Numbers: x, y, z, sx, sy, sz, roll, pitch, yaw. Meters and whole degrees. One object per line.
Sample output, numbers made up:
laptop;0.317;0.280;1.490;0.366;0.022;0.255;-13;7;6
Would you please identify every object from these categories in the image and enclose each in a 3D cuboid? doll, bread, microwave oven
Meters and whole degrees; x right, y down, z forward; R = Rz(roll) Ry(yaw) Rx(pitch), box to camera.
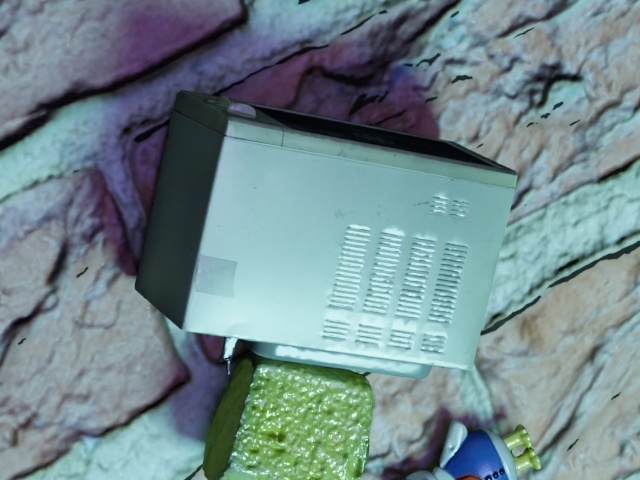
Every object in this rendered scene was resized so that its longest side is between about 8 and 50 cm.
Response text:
doll;0.115;0.202;1.626;0.143;0.057;0.098;-23;103;-9
bread;-0.025;0.155;1.528;0.114;0.111;0.129;20;73;-20
microwave oven;0.000;0.000;1.481;0.241;0.145;0.194;9;102;-23
